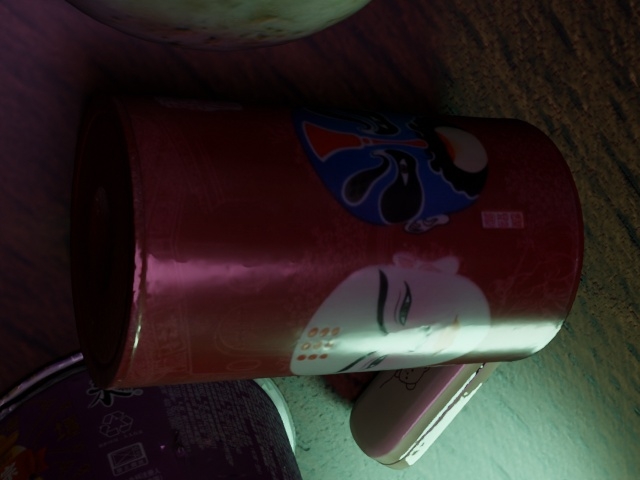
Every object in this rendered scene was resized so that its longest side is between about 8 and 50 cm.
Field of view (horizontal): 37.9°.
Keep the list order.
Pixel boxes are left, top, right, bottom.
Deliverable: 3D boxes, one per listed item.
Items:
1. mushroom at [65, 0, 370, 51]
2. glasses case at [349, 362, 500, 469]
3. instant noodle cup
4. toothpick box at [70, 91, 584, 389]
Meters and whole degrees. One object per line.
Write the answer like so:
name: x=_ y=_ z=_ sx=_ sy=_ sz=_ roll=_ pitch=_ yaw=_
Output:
mushroom: x=-0.061 y=-0.235 z=0.552 sx=0.244 sy=0.243 sz=0.243 roll=-12 pitch=121 yaw=-20
glasses case: x=0.107 y=0.129 z=0.890 sx=0.050 sy=0.083 sz=0.196 roll=33 pitch=98 yaw=-34
instant noodle cup: x=-0.126 y=0.289 z=0.757 sx=0.340 sy=0.266 sz=0.339 roll=-12 pitch=122 yaw=-20
toothpick box: x=0.000 y=0.000 z=0.693 sx=0.334 sy=0.204 sz=0.204 roll=-1 pitch=117 yaw=-25
